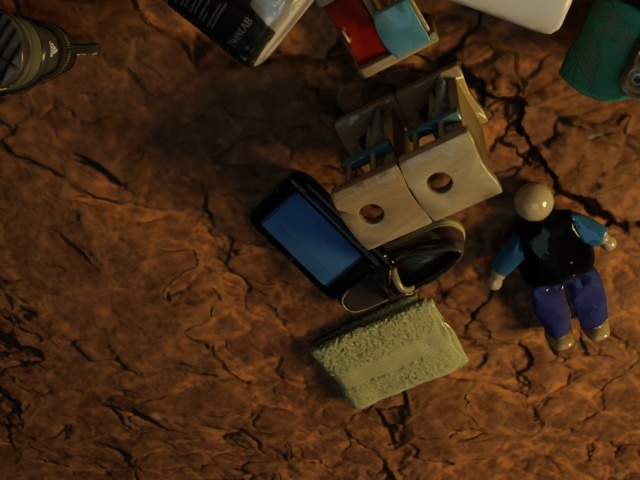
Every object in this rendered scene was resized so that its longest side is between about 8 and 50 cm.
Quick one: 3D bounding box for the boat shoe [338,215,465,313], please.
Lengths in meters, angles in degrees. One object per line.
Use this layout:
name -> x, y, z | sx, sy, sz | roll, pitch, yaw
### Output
boat shoe -> 0.076, 0.030, 0.942 | 0.152, 0.049, 0.056 | -37, 116, 25

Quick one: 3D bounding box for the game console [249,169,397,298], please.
game console -> 0.000, 0.000, 0.899 | 0.122, 0.107, 0.071 | 44, 89, -9

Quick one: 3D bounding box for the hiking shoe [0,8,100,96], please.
hiking shoe -> -0.296, -0.147, 0.810 | 0.227, 0.114, 0.086 | 6, 98, 32

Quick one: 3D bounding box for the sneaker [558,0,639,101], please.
sneaker -> 0.238, -0.201, 0.734 | 0.295, 0.124, 0.178 | 35, 110, -21

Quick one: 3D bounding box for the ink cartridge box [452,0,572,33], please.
ink cartridge box -> 0.000, -0.323, 0.537 | 0.395, 0.166, 0.285 | 18, 113, -6

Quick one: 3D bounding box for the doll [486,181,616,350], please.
doll -> 0.224, 0.025, 0.933 | 0.129, 0.046, 0.189 | -16, 123, 13

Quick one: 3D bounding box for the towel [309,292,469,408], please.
towel -> 0.073, 0.120, 1.020 | 0.148, 0.027, 0.110 | -25, 119, 19

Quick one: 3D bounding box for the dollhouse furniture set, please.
dollhouse furniture set -> 0.046, -0.116, 0.792 | 0.129, 0.129, 0.183 | -25, 121, 19

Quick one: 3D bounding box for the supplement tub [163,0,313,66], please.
supplement tub -> -0.089, -0.230, 0.715 | 0.190, 0.117, 0.117 | 39, 119, -7
